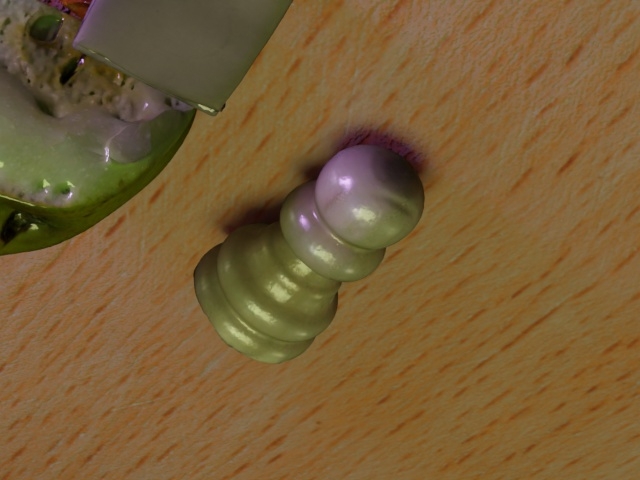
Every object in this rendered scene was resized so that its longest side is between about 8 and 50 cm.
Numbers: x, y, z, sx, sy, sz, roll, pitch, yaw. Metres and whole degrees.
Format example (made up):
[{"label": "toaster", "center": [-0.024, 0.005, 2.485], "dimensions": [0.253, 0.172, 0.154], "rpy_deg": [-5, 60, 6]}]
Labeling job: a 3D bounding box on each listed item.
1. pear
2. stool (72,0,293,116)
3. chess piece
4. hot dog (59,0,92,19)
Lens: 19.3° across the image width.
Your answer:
[{"label": "pear", "center": [-0.348, -0.109, 2.179], "dimensions": [0.342, 0.318, 0.238], "rpy_deg": [25, 145, -6]}, {"label": "stool", "center": [-0.103, -0.313, 1.901], "dimensions": [0.170, 0.270, 0.243], "rpy_deg": [26, 140, -12]}, {"label": "chess piece", "center": [0.000, 0.000, 2.351], "dimensions": [0.182, 0.182, 0.330], "rpy_deg": [30, 133, -19]}, {"label": "hot dog", "center": [-0.219, -0.277, 2.112], "dimensions": [0.146, 0.103, 0.213], "rpy_deg": [-24, 129, 39]}]
